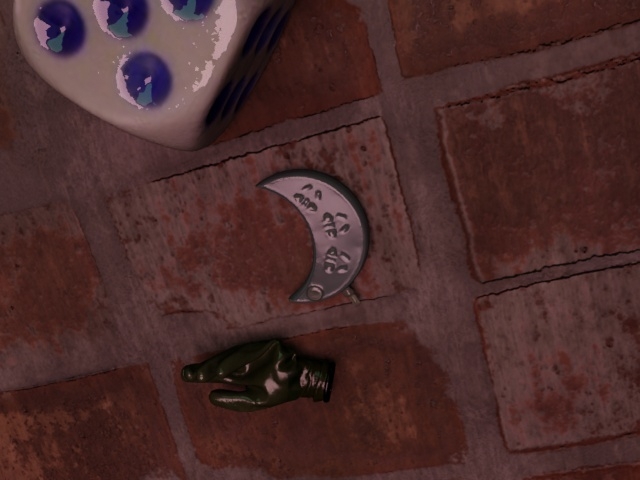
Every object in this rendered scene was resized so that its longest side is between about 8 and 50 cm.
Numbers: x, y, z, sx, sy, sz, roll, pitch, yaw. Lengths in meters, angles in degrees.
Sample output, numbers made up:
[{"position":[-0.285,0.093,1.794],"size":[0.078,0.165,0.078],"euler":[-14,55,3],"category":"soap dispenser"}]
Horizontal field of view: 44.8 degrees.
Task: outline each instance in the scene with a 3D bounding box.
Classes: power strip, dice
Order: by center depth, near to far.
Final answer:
[{"position":[-0.226,-0.325,1.097],"size":[0.304,0.277,0.304],"euler":[32,108,0],"category":"dice"},{"position":[0.000,0.000,1.277],"size":[0.167,0.054,0.253],"euler":[-14,104,15],"category":"power strip"}]

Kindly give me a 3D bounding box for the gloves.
[{"position":[-0.106,0.233,1.344],"size":[0.268,0.107,0.135],"euler":[5,104,-10],"category":"gloves"}]
